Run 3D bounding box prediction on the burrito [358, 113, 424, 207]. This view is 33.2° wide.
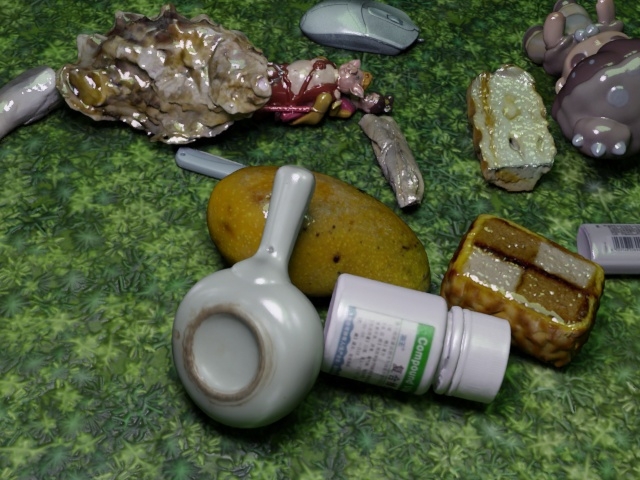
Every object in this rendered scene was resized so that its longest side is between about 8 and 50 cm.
[{"bbox_3d":[0.120,-0.130,1.717,0.058,0.063,0.229,-38,43,14],"label":"burrito"}]

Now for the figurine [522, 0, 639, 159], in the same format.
[{"bbox_3d":[0.465,-0.273,1.789,0.248,0.203,0.380,-22,42,-5],"label":"figurine"}]

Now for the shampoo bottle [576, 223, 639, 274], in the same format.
[{"bbox_3d":[0.508,0.012,1.625,0.227,0.056,0.086,-1,47,-7],"label":"shampoo bottle"}]

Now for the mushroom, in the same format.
[{"bbox_3d":[-0.498,-0.197,1.694,0.092,0.081,0.223,20,50,38],"label":"mushroom"}]

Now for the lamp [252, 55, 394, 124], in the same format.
[{"bbox_3d":[0.001,-0.248,1.768,0.253,0.118,0.118,1,49,-3],"label":"lamp"}]

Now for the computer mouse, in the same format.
[{"bbox_3d":[0.076,-0.391,1.929,0.229,0.068,0.113,6,50,-1],"label":"computer mouse"}]

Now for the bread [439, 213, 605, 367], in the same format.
[{"bbox_3d":[0.289,0.065,1.524,0.222,0.096,0.181,27,47,15],"label":"bread"}]

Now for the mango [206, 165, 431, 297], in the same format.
[{"bbox_3d":[0.000,-0.008,1.525,0.330,0.175,0.176,9,91,1],"label":"mango"}]

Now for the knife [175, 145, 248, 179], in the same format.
[{"bbox_3d":[-0.151,-0.115,1.692,0.162,0.023,0.044,16,45,9],"label":"knife"}]

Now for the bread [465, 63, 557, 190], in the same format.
[{"bbox_3d":[0.309,-0.183,1.763,0.128,0.088,0.232,-5,55,1],"label":"bread"}]

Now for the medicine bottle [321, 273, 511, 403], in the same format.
[{"bbox_3d":[0.123,0.134,1.425,0.237,0.139,0.139,14,48,-3],"label":"medicine bottle"}]

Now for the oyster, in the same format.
[{"bbox_3d":[-0.230,-0.269,1.688,0.351,0.115,0.238,17,74,18],"label":"oyster"}]

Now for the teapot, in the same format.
[{"bbox_3d":[-0.061,0.084,1.368,0.220,0.318,0.149,40,19,18],"label":"teapot"}]
